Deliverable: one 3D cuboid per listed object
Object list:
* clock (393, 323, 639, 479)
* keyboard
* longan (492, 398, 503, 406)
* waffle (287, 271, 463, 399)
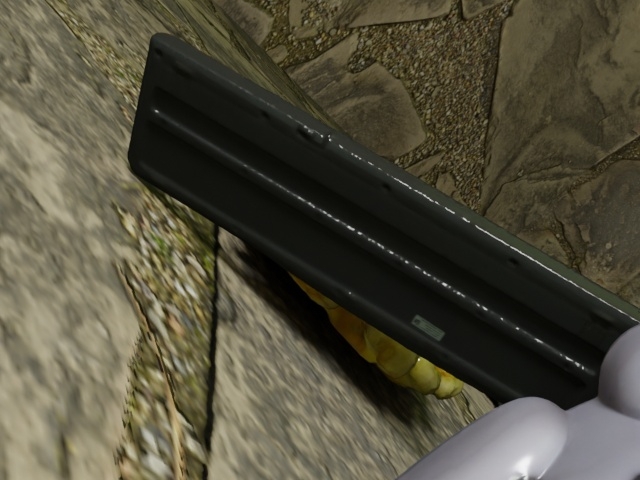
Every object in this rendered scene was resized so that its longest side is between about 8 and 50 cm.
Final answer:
[{"bbox_3d":[0.159,0.096,0.382,0.189,0.254,0.189,44,13,-13],"label":"clock"},{"bbox_3d":[0.066,0.028,0.508,0.381,0.103,0.041,36,46,13],"label":"keyboard"},{"bbox_3d":[0.208,0.137,1.035,0.106,0.106,0.119,45,50,-13],"label":"longan"},{"bbox_3d":[-0.002,0.001,0.695,0.291,0.051,0.291,47,5,-5],"label":"waffle"}]
